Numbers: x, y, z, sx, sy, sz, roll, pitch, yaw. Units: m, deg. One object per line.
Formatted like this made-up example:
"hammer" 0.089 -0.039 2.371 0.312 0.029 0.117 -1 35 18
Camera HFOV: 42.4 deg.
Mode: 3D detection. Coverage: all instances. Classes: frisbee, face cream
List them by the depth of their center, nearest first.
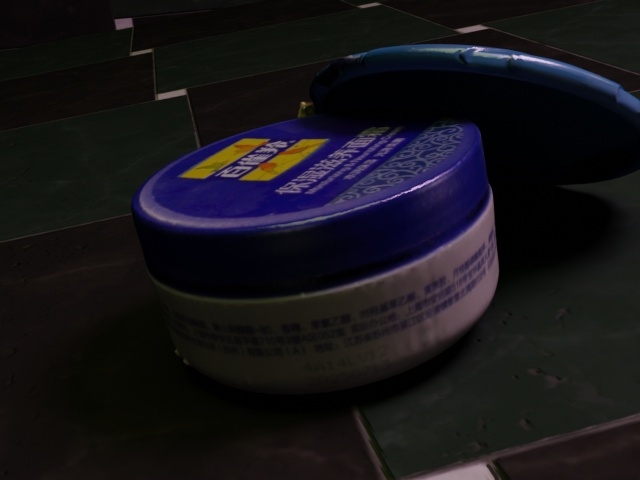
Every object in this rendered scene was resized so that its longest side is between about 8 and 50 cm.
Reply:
"face cream" 0.000 0.000 0.494 0.206 0.111 0.206 -9 21 4
"frisbee" 0.113 -0.091 0.578 0.242 0.045 0.242 12 -8 2

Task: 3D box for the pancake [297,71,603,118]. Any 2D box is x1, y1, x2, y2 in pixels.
"pancake" 0.114 -0.129 0.770 0.288 0.033 0.286 -3 9 14
